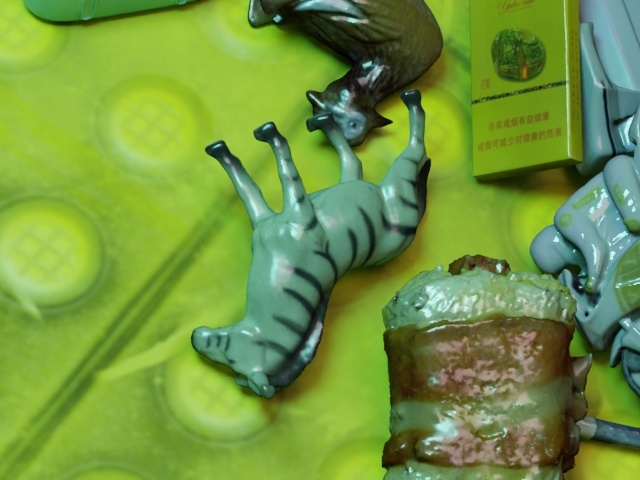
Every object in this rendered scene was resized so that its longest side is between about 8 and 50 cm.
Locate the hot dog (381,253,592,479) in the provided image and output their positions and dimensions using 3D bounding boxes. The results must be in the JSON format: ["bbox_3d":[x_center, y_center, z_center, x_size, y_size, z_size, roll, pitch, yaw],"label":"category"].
[{"bbox_3d":[0.105,0.114,1.268,0.146,0.103,0.213,9,82,-10],"label":"hot dog"}]

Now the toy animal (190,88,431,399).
[{"bbox_3d":[0.002,-0.001,1.308,0.217,0.073,0.176,-20,92,-33],"label":"toy animal"}]

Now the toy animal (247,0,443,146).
[{"bbox_3d":[0.002,-0.171,1.392,0.188,0.089,0.179,26,77,-7],"label":"toy animal"}]

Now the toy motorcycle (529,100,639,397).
[{"bbox_3d":[0.225,-0.003,1.341,0.152,0.073,0.225,14,86,25],"label":"toy motorcycle"}]

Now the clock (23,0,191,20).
[{"bbox_3d":[-0.161,-0.267,1.401,0.159,0.066,0.211,-10,67,-18],"label":"clock"}]

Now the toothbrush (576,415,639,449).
[{"bbox_3d":[0.297,0.153,1.340,0.288,0.024,0.026,11,77,-10],"label":"toothbrush"}]

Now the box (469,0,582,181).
[{"bbox_3d":[0.148,-0.126,1.386,0.023,0.087,0.155,13,72,-47],"label":"box"}]

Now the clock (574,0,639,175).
[{"bbox_3d":[0.249,-0.177,1.451,0.186,0.083,0.253,-9,67,-19],"label":"clock"}]
